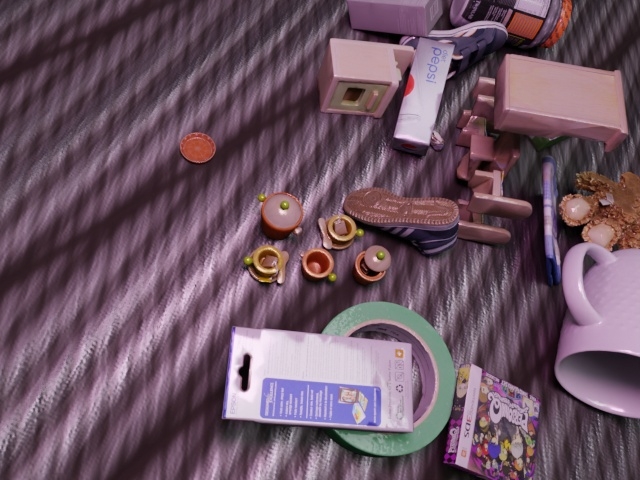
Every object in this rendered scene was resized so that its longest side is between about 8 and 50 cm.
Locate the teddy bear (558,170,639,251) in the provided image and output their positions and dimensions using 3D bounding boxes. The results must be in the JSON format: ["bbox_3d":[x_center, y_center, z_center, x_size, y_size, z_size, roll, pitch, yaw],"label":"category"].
[{"bbox_3d":[0.756,-0.071,1.469,0.245,0.113,0.338,37,48,15],"label":"teddy bear"}]

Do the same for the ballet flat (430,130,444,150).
[{"bbox_3d":[0.294,-0.294,1.512,0.114,0.041,0.041,44,64,7],"label":"ballet flat"}]

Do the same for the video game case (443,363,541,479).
[{"bbox_3d":[0.372,0.402,1.186,0.232,0.042,0.210,30,62,-23],"label":"video game case"}]

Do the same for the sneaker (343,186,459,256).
[{"bbox_3d":[0.199,-0.042,1.358,0.282,0.153,0.099,9,64,23],"label":"sneaker"}]

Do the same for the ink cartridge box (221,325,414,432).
[{"bbox_3d":[0.000,0.275,1.091,0.371,0.069,0.175,9,66,-13],"label":"ink cartridge box"}]

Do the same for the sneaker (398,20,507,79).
[{"bbox_3d":[0.393,-0.535,1.597,0.321,0.126,0.127,-10,64,-6],"label":"sneaker"}]

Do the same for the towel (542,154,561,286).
[{"bbox_3d":[0.583,-0.048,1.402,0.034,0.209,0.285,-3,64,24],"label":"towel"}]

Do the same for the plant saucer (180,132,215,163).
[{"bbox_3d":[-0.296,-0.222,1.344,0.084,0.013,0.083,6,65,-13],"label":"plant saucer"}]

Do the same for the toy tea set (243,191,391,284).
[{"bbox_3d":[0.000,0.000,1.261,0.336,0.124,0.200,6,66,-12],"label":"toy tea set"}]

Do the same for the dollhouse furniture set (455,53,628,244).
[{"bbox_3d":[0.494,-0.228,1.330,0.257,0.394,0.362,10,64,0],"label":"dollhouse furniture set"}]

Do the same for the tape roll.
[{"bbox_3d":[0.128,0.294,1.194,0.321,0.077,0.321,5,66,-11],"label":"tape roll"}]

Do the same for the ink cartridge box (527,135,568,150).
[{"bbox_3d":[0.692,-0.350,1.625,0.209,0.062,0.109,-24,74,-23],"label":"ink cartridge box"}]

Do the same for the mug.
[{"bbox_3d":[0.676,0.162,1.263,0.374,0.276,0.328,41,55,-17],"label":"mug"}]

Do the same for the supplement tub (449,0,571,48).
[{"bbox_3d":[0.569,-0.697,1.673,0.316,0.193,0.193,14,64,-9],"label":"supplement tub"}]

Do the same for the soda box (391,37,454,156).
[{"bbox_3d":[0.267,-0.375,1.459,0.098,0.091,0.286,15,82,6],"label":"soda box"}]

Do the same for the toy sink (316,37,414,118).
[{"bbox_3d":[0.123,-0.417,1.460,0.234,0.153,0.131,1,67,-15],"label":"toy sink"}]

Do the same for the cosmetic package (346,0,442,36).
[{"bbox_3d":[0.207,-0.659,1.565,0.238,0.107,0.127,17,60,28],"label":"cosmetic package"}]
